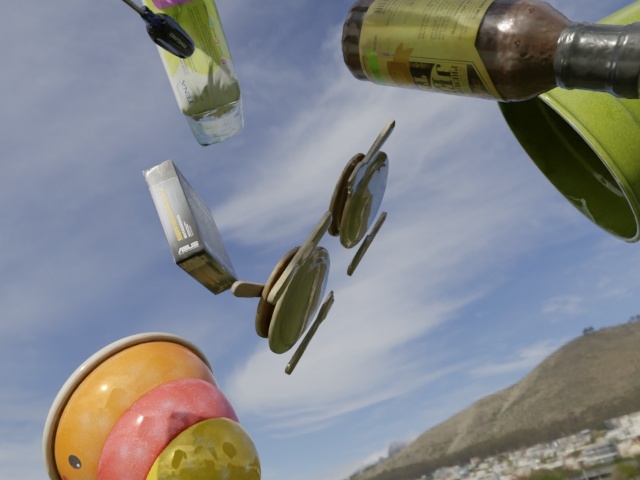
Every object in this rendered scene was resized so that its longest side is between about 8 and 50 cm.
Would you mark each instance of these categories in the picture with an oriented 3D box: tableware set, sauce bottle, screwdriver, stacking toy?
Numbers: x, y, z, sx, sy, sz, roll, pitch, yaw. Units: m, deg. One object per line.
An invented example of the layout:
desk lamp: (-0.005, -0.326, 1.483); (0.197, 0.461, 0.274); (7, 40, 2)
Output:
tableware set: (0.000, 0.000, 0.437); (0.039, 0.194, 0.128); (23, -32, 19)
sauce bottle: (0.183, -0.217, 0.616); (0.344, 0.112, 0.111); (21, -8, 38)
screwdriver: (-0.129, -0.166, 0.379); (0.025, 0.024, 0.170); (-27, -7, 6)
stacking toy: (-0.221, 0.386, 0.929); (0.479, 0.351, 0.350); (16, -5, 44)

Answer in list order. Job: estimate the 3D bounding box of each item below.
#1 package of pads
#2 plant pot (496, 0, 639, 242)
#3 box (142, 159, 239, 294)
package of pads: (-0.207, -0.319, 0.871); (0.101, 0.297, 0.229); (-19, 1, -7)
plant pot: (0.555, -0.246, 0.926); (0.353, 0.367, 0.366); (-38, -35, 10)
box: (-0.230, -0.015, 0.997); (0.056, 0.183, 0.231); (-25, -19, -3)
